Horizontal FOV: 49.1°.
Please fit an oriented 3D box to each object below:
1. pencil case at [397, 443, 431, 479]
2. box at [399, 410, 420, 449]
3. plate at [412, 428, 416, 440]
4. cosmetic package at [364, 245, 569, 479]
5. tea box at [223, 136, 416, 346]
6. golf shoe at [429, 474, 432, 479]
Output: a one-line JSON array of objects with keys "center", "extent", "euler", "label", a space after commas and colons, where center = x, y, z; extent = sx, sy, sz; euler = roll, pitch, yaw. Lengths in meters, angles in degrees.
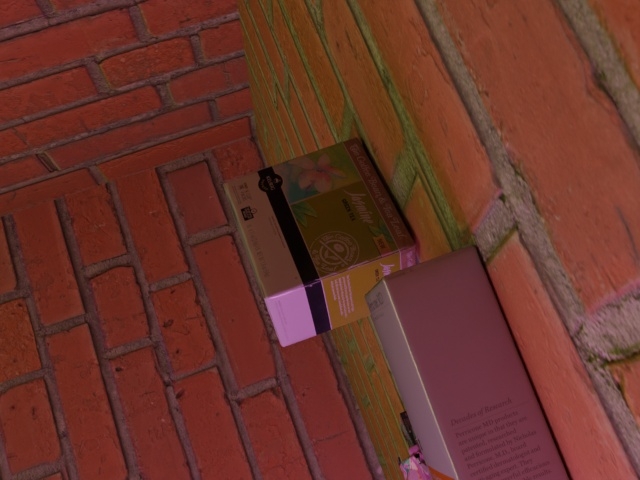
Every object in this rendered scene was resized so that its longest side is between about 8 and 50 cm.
[{"center": [0.303, 0.676, 1.818], "extent": [0.124, 0.124, 0.284], "euler": [80, 170, -51], "label": "pencil case"}, {"center": [0.293, 0.619, 2.083], "extent": [0.114, 0.036, 0.207], "euler": [80, 169, -50], "label": "box"}, {"center": [0.248, 0.429, 1.846], "extent": [0.188, 0.024, 0.188], "euler": [-7, -90, -88], "label": "plate"}, {"center": [0.231, 0.260, 1.122], "extent": [0.230, 0.161, 0.453], "euler": [106, 145, -77], "label": "cosmetic package"}, {"center": [0.000, 0.000, 1.531], "extent": [0.220, 0.323, 0.329], "euler": [80, 168, -54], "label": "tea box"}, {"center": [0.295, 0.545, 1.749], "extent": [0.086, 0.067, 0.186], "euler": [81, 168, -46], "label": "golf shoe"}]
